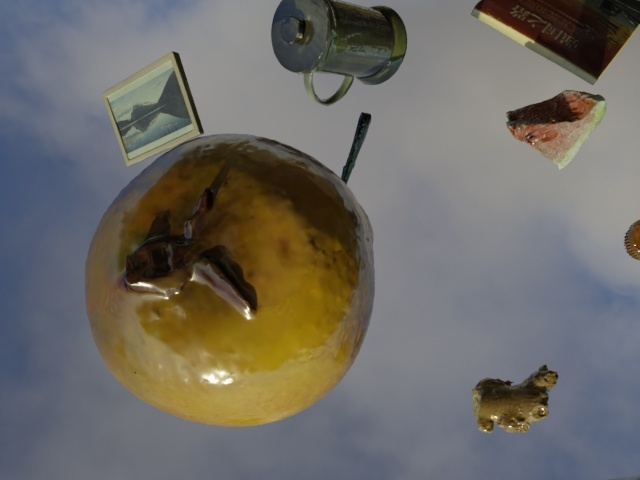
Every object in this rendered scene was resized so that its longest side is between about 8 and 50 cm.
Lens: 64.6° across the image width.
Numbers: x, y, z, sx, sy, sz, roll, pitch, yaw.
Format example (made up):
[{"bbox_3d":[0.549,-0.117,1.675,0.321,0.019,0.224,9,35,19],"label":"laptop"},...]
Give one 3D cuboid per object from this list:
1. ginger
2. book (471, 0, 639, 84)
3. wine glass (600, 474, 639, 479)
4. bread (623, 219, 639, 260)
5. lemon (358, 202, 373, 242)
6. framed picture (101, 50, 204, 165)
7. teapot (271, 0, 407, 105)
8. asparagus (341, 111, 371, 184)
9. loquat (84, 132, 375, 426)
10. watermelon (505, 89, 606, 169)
[{"bbox_3d":[0.461,0.379,1.189,0.213,0.074,0.138,-18,-124,16],"label":"ginger"},{"bbox_3d":[0.501,-0.477,0.999,0.262,0.028,0.374,38,-115,13],"label":"book"},{"bbox_3d":[0.553,0.321,0.720,0.266,0.407,0.267,1,-154,0],"label":"wine glass"},{"bbox_3d":[0.579,0.000,0.887,0.085,0.085,0.053,53,-173,18],"label":"bread"},{"bbox_3d":[0.000,-0.001,1.096,0.235,0.263,0.236,6,-103,-29],"label":"lemon"},{"bbox_3d":[-0.313,-0.236,0.932,0.015,0.203,0.150,-26,-79,-59],"label":"framed picture"},{"bbox_3d":[0.033,-0.472,1.257,0.200,0.271,0.336,35,-149,31],"label":"teapot"},{"bbox_3d":[0.035,-0.088,0.790,0.022,0.233,0.023,12,-150,-13],"label":"asparagus"},{"bbox_3d":[-0.090,0.045,0.602,0.328,0.359,0.329,-4,-104,15],"label":"loquat"},{"bbox_3d":[0.365,-0.181,0.841,0.158,0.121,0.098,-19,-133,-5],"label":"watermelon"}]
